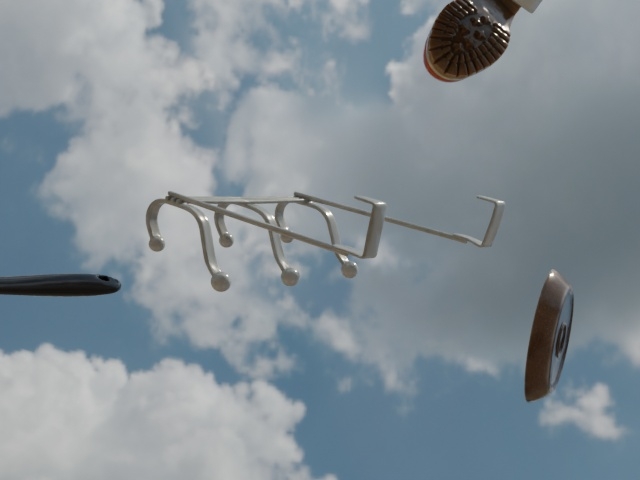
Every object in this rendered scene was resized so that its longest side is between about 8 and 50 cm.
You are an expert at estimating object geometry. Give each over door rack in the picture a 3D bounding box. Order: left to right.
[{"bbox_3d":[0.000,0.000,1.125,0.324,0.239,0.108,3,-85,40],"label":"over door rack"}]

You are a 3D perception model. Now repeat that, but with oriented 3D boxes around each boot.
[{"bbox_3d":[0.116,-0.165,0.848,0.059,0.158,0.084,41,-42,-4],"label":"boot"}]

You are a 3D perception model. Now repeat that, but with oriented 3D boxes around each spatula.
[{"bbox_3d":[-0.331,0.032,0.958,0.296,0.084,0.030,8,-72,-29],"label":"spatula"}]

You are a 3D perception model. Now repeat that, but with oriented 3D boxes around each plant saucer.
[{"bbox_3d":[0.284,0.120,1.260,0.029,0.168,0.168,10,-45,20],"label":"plant saucer"}]

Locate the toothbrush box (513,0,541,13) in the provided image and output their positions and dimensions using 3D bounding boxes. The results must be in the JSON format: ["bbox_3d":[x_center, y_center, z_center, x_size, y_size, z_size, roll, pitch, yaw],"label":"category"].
[{"bbox_3d":[0.052,-0.321,0.749,0.216,0.295,0.126,20,-65,-48],"label":"toothbrush box"}]
